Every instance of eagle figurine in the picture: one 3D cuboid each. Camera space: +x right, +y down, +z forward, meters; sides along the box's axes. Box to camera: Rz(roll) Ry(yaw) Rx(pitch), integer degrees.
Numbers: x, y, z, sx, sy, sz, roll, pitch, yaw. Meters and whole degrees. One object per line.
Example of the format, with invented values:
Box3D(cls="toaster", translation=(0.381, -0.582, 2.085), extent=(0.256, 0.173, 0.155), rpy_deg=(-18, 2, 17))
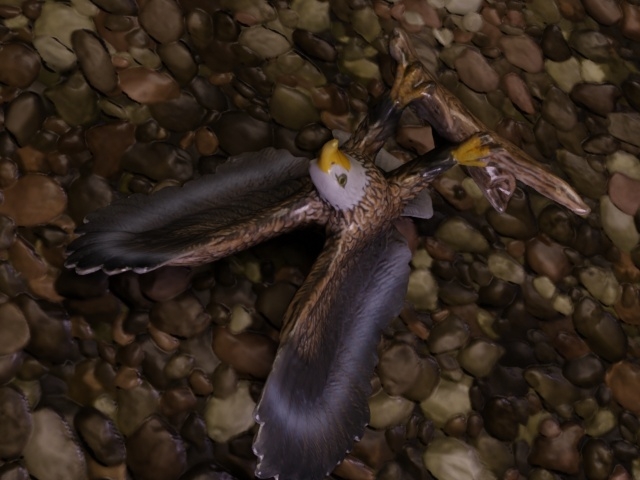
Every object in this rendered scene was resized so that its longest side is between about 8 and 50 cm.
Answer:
Box3D(cls="eagle figurine", translation=(-0.004, -0.006, 0.917), extent=(0.298, 0.225, 0.226), rpy_deg=(-45, 41, -8))
